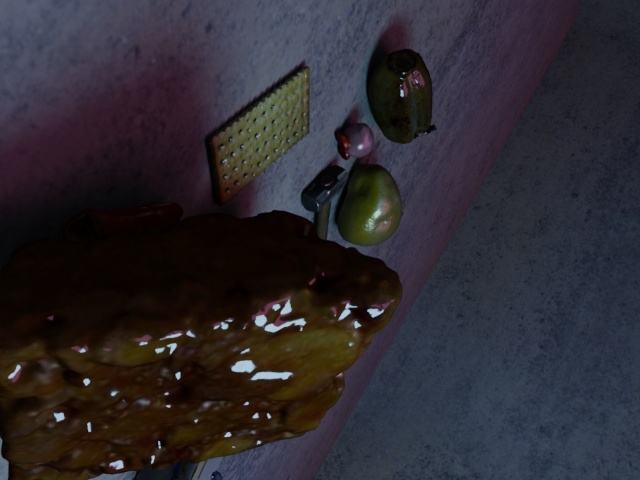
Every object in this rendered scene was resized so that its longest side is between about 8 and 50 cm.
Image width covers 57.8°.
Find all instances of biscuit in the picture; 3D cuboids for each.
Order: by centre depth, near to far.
[{"bbox_3d":[-0.149,0.124,0.651,0.395,0.166,0.343,-4,138,-28],"label":"biscuit"},{"bbox_3d":[-0.087,-0.159,0.888,0.231,0.016,0.139,-47,155,-34],"label":"biscuit"}]

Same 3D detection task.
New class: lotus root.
[{"bbox_3d":[0.163,-0.289,1.174,0.124,0.123,0.241,-40,152,-10],"label":"lotus root"}]

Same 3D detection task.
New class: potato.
[{"bbox_3d":[0.113,-0.082,1.315,0.157,0.157,0.194,-37,136,-49],"label":"potato"}]

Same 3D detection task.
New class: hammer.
[{"bbox_3d":[0.000,0.000,1.273,0.111,0.043,0.365,-48,157,-35],"label":"hammer"}]

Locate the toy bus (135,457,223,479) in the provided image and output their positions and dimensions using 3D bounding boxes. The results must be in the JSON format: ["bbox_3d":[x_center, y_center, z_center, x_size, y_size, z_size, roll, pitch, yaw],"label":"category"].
[{"bbox_3d":[-0.228,0.355,1.051,0.317,0.138,0.112,-63,155,8],"label":"toy bus"}]

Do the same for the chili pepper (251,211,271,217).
[{"bbox_3d":[-0.116,0.076,0.894,0.261,0.174,0.165,-31,-167,17],"label":"chili pepper"}]

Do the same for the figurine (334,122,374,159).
[{"bbox_3d":[0.072,-0.197,1.152,0.071,0.067,0.083,-36,171,-10],"label":"figurine"}]

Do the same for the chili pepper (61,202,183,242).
[{"bbox_3d":[-0.222,-0.016,0.693,0.088,0.065,0.169,-51,171,29],"label":"chili pepper"}]
